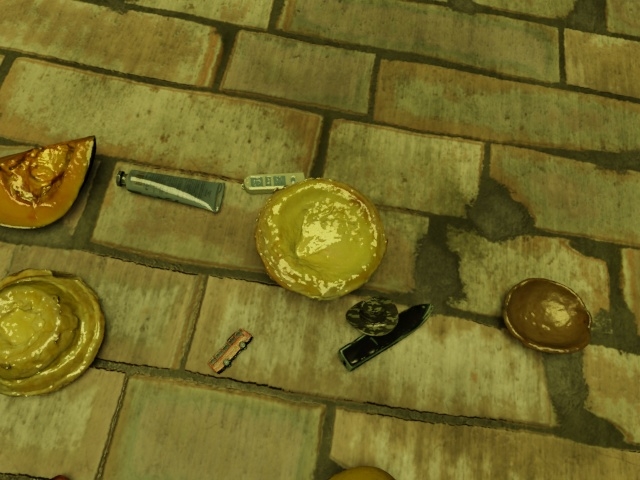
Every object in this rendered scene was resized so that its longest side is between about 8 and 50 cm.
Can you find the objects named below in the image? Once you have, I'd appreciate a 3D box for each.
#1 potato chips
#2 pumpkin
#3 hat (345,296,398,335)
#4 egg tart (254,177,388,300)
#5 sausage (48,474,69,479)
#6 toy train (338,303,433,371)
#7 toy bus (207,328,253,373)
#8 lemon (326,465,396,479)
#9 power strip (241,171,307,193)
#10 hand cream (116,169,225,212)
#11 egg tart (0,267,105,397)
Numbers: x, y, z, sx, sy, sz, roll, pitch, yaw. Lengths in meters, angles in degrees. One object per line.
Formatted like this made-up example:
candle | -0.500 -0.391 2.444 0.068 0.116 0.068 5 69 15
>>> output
potato chips | 0.530 0.185 1.128 0.208 0.061 0.195 -19 67 -11
pumpkin | -0.654 -0.135 1.127 0.313 0.148 0.169 -17 112 -7
hat | 0.116 0.162 1.080 0.121 0.050 0.121 -6 43 6
egg tart | 0.000 0.000 1.119 0.315 0.120 0.314 2 70 -6
sausage | -0.527 0.498 0.911 0.094 0.059 0.054 -28 92 -18
toy train | 0.159 0.217 1.089 0.252 0.048 0.055 -26 53 -19
toy bus | -0.200 0.245 1.053 0.043 0.031 0.110 38 71 16
lemon | 0.075 0.523 0.903 0.208 0.170 0.169 -19 72 -14
power strip | -0.107 -0.146 1.211 0.191 0.030 0.047 -4 70 -6
hand cream | -0.369 -0.129 1.169 0.256 0.055 0.088 9 61 -4
egg tart | -0.610 0.182 0.997 0.291 0.115 0.290 2 68 -6
